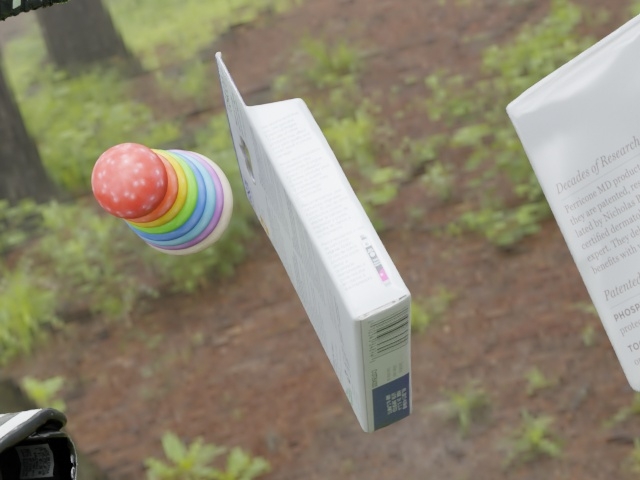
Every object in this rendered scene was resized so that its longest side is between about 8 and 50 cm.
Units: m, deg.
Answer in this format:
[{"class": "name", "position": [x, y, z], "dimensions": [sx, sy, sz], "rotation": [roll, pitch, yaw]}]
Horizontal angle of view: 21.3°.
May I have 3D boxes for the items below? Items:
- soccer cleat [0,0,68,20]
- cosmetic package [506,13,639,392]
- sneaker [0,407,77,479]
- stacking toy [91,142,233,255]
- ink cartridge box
[{"class": "soccer cleat", "position": [-0.284, -0.248, 1.663], "dimensions": [0.179, 0.072, 0.060], "rotation": [-42, 23, 6]}, {"class": "cosmetic package", "position": [0.505, -0.079, 2.048], "dimensions": [0.329, 0.393, 0.327], "rotation": [-14, -14, -39]}, {"class": "sneaker", "position": [-0.380, 0.258, 1.740], "dimensions": [0.258, 0.169, 0.447], "rotation": [0, -7, -10]}, {"class": "stacking toy", "position": [-0.210, -0.059, 2.109], "dimensions": [0.141, 0.141, 0.330], "rotation": [-12, -6, 9]}, {"class": "ink cartridge box", "position": [0.000, 0.000, 1.768], "dimensions": [0.071, 0.324, 0.330], "rotation": [-23, 66, -7]}]
